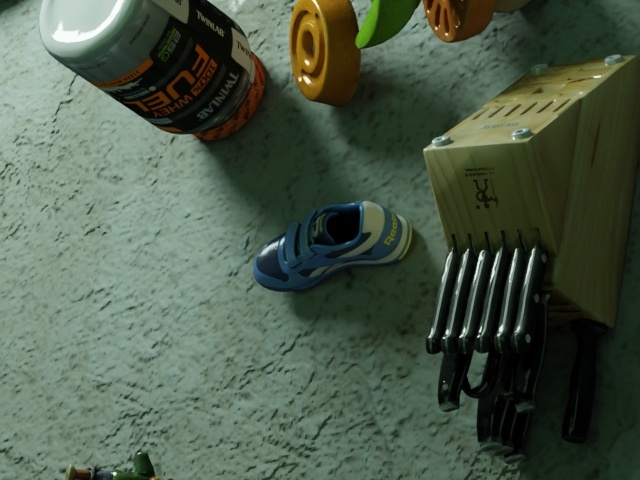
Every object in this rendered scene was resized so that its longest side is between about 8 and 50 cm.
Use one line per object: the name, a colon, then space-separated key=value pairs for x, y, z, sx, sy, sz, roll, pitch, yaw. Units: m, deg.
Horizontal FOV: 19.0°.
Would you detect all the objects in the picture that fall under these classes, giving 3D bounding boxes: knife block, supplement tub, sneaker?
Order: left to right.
supplement tub: x=-0.138 y=-0.164 z=1.629 sx=0.117 sy=0.190 sz=0.117 roll=-17 pitch=59 yaw=31
sneaker: x=0.000 y=0.000 z=1.532 sx=0.144 sy=0.059 sz=0.053 roll=-19 pitch=60 yaw=30
knife block: x=0.169 y=0.017 z=1.397 sx=0.088 sy=0.242 sz=0.276 roll=-2 pitch=22 yaw=35

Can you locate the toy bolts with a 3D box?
toy bolts: x=0.067 y=-0.236 z=1.586 sx=0.218 sy=0.158 sz=0.228 roll=122 pitch=138 yaw=-57

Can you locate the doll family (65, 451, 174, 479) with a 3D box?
doll family: x=-0.146 y=0.256 z=1.497 sx=0.076 sy=0.111 sz=0.193 roll=136 pitch=139 yaw=-68
